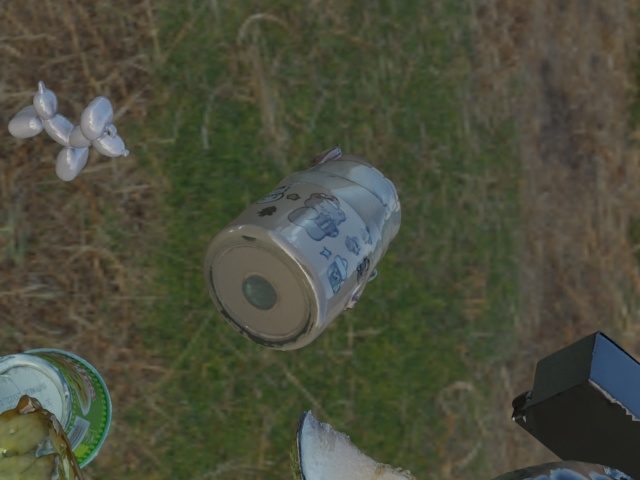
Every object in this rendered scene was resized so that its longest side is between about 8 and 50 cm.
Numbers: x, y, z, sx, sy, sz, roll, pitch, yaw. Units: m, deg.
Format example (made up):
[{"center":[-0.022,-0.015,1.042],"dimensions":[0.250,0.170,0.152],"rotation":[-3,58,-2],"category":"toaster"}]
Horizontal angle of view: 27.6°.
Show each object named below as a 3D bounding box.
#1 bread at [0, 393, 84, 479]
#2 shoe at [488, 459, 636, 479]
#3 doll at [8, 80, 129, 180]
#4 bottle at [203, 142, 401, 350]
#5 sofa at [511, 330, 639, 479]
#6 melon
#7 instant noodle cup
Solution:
[{"center":[-0.201,0.199,0.638],"dimensions":[0.229,0.143,0.139],"rotation":[-30,116,-7],"category":"bread"},{"center":[-0.022,0.160,0.442],"dimensions":[0.336,0.171,0.132],"rotation":[-2,78,-35],"category":"shoe"},{"center":[-0.354,-0.159,1.869],"dimensions":[0.161,0.160,0.059],"rotation":[43,46,-10],"category":"doll"},{"center":[0.001,-0.001,0.850],"dimensions":[0.152,0.099,0.099],"rotation":[-43,120,-49],"category":"bottle"},{"center":[0.219,0.133,0.941],"dimensions":[0.147,0.085,0.060],"rotation":[38,45,-14],"category":"sofa"},{"center":[0.018,0.243,1.299],"dimensions":[0.182,0.054,0.098],"rotation":[37,83,-36],"category":"melon"},{"center":[-0.414,0.248,1.874],"dimensions":[0.232,0.207,0.207],"rotation":[112,-22,-80],"category":"instant noodle cup"}]
